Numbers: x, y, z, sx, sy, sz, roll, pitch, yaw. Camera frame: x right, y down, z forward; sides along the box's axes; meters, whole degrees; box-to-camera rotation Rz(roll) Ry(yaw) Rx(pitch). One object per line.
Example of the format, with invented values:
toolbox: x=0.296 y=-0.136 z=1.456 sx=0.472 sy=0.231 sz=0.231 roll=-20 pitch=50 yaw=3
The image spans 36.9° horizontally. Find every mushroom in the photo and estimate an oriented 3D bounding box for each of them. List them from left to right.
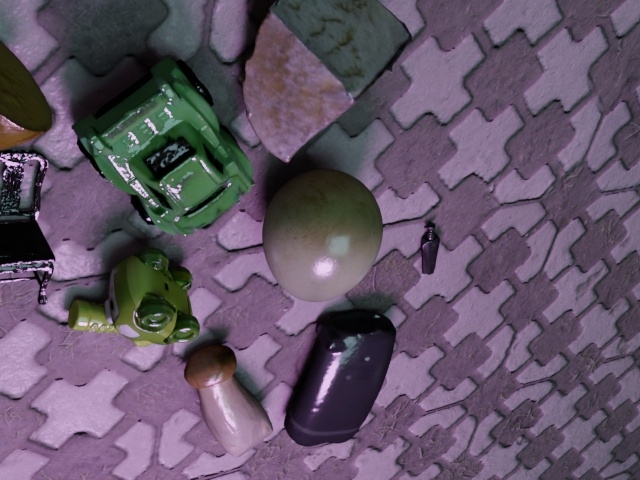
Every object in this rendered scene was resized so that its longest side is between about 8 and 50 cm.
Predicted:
mushroom: x=-0.188 y=0.353 z=2.017 sx=0.128 sy=0.128 sz=0.350 roll=-29 pitch=133 yaw=-12

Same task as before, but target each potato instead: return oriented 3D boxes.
potato: x=-0.489 y=-0.188 z=1.299 sx=0.158 sy=0.178 sz=0.203 roll=-33 pitch=156 yaw=18
potato: x=-0.019 y=-0.295 z=1.591 sx=0.264 sy=0.211 sz=0.189 roll=-37 pitch=-165 yaw=50

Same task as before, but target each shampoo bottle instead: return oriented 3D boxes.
shampoo bottle: x=0.239 y=0.018 z=2.095 sx=0.048 sy=0.027 sz=0.137 roll=-22 pitch=136 yaw=-21

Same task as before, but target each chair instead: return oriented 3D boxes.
chair: x=-0.477 y=-0.015 z=1.494 sx=0.106 sy=0.113 sz=0.229 roll=-6 pitch=132 yaw=-35

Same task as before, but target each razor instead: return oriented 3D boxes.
razor: x=0.046 y=0.317 z=2.155 sx=0.204 sy=0.113 sz=0.349 roll=-2 pitch=127 yaw=-32

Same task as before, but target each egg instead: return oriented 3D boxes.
egg: x=0.000 y=0.000 z=1.769 sx=0.218 sy=0.218 sz=0.295 roll=-19 pitch=149 yaw=-22

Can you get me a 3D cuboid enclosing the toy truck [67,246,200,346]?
toy truck: x=-0.320 y=0.122 z=1.711 sx=0.211 sy=0.148 sz=0.187 roll=-32 pitch=145 yaw=28

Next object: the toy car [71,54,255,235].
toy car: x=-0.236 y=-0.135 z=1.507 sx=0.213 sy=0.176 sz=0.358 roll=-36 pitch=139 yaw=-2
